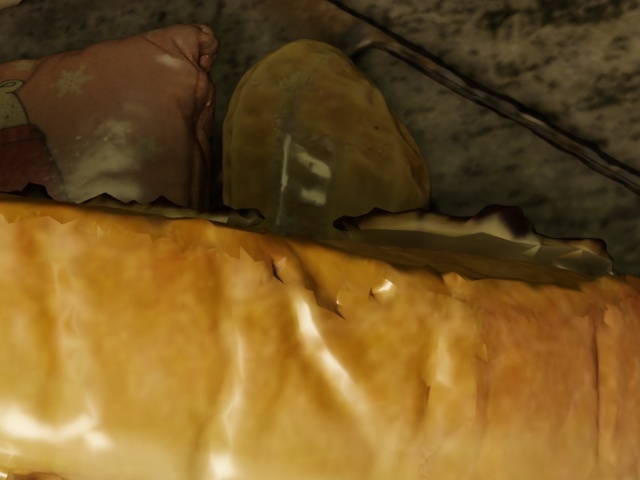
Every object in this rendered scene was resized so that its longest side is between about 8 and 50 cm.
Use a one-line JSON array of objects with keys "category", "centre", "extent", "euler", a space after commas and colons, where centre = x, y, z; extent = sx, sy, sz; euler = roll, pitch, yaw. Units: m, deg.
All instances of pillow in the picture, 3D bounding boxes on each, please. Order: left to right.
[{"category": "pillow", "centre": [-0.152, 0.011, 0.641], "extent": [0.236, 0.084, 0.223], "euler": [-5, 62, 20]}]

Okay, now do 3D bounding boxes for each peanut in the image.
[{"category": "peanut", "centre": [0.001, 0.000, 0.604], "extent": [0.093, 0.083, 0.194], "euler": [7, 60, -19]}]

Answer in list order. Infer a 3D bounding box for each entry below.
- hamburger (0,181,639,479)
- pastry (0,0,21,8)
[{"category": "hamburger", "centre": [-0.122, 0.104, 0.423], "extent": [0.445, 0.287, 0.268], "euler": [5, 89, 19]}, {"category": "pastry", "centre": [-0.196, -0.237, 0.702], "extent": [0.264, 0.265, 0.133], "euler": [-10, 56, 11]}]
